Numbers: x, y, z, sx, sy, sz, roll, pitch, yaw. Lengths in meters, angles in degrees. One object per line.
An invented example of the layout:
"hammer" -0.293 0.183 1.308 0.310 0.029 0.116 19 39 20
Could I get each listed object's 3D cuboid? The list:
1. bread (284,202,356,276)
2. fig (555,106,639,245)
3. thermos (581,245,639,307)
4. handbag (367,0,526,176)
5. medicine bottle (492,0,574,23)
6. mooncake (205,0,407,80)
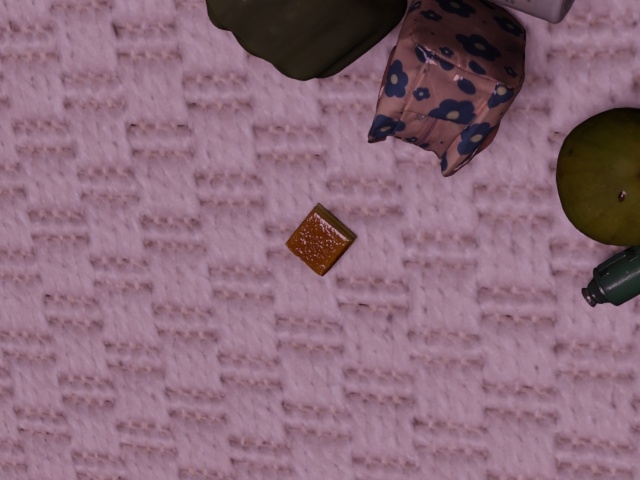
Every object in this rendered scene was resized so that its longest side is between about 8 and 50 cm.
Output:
"bread" 0.000 0.000 1.927 0.090 0.035 0.094 42 120 4
"fig" 0.432 -0.089 1.599 0.203 0.225 0.202 0 93 5
"thermos" 0.475 0.044 1.707 0.188 0.083 0.073 -36 81 31
"handbag" 0.178 -0.231 1.639 0.190 0.251 0.193 26 126 -6
"medicine bottle" 0.258 -0.438 1.528 0.232 0.238 0.237 23 117 14
"mooncake" -0.041 -0.386 1.615 0.187 0.351 0.351 -35 93 27
